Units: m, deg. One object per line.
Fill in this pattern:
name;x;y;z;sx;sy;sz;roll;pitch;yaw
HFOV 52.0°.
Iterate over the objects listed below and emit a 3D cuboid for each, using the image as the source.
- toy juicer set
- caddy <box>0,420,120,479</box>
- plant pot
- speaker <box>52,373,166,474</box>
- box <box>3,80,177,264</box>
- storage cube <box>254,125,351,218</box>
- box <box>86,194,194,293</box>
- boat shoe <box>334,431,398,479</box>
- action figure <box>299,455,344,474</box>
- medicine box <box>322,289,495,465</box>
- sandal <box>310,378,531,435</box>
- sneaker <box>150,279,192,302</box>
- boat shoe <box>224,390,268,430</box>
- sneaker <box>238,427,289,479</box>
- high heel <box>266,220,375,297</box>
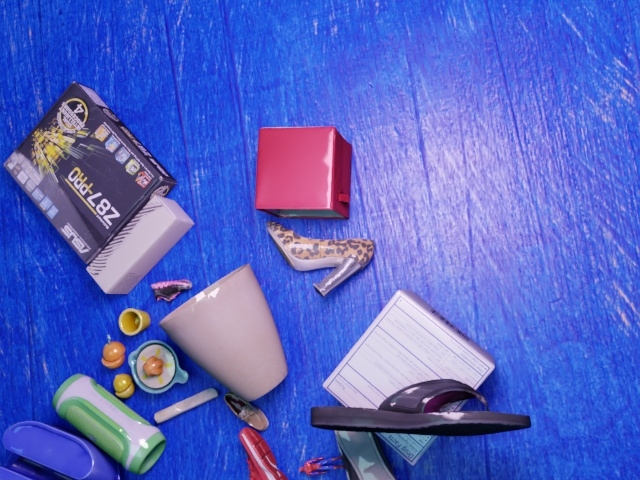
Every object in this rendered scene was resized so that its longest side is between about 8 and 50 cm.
toy juicer set;-0.445;0.351;1.689;0.329;0.089;0.209;45;97;13
caddy;-0.690;0.610;1.696;0.341;0.179;0.241;16;67;16
plant pot;-0.202;0.237;1.572;0.256;0.256;0.274;-33;95;11
speaker;-0.544;0.470;1.688;0.296;0.131;0.131;32;94;15
box;-0.624;-0.181;1.771;0.318;0.097;0.395;-46;77;11
storage cube;-0.034;-0.156;1.566;0.215;0.183;0.193;1;85;16
box;-0.468;0.015;1.708;0.275;0.113;0.094;-45;76;6
boat shoe;0.117;0.548;1.535;0.112;0.095;0.335;-20;85;-1
action figure;0.002;0.546;1.587;0.115;0.030;0.038;-15;78;14
medicine box;0.202;0.301;1.488;0.263;0.149;0.289;39;97;14
sandal;0.195;0.336;1.335;0.445;0.167;0.107;-2;69;14
sneaker;-0.386;0.133;1.715;0.119;0.047;0.057;-7;91;22
boat shoe;-0.189;0.428;1.637;0.135;0.045;0.050;36;96;14
sneaker;-0.165;0.579;1.601;0.128;0.087;0.221;-36;77;9
high heel;0.000;0.000;1.616;0.186;0.093;0.261;-38;64;-13
